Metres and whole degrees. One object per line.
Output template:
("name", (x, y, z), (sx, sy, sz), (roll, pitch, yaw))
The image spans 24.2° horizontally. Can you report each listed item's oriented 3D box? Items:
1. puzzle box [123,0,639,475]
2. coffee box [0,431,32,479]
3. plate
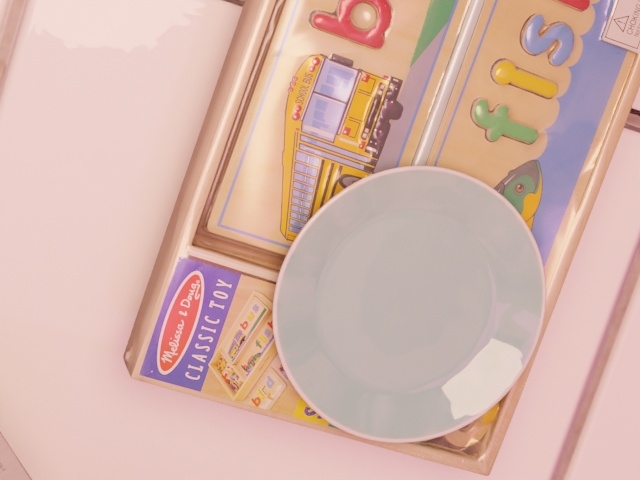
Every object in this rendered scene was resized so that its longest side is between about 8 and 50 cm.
("puzzle box", (0.059, -0.065, 1.002), (0.272, 0.052, 0.409), (17, 98, -17))
("coffee box", (-0.323, 0.180, 0.957), (0.246, 0.141, 0.098), (-35, 115, -17))
("plate", (0.058, 0.041, 0.986), (0.188, 0.024, 0.188), (-3, 104, -13))
